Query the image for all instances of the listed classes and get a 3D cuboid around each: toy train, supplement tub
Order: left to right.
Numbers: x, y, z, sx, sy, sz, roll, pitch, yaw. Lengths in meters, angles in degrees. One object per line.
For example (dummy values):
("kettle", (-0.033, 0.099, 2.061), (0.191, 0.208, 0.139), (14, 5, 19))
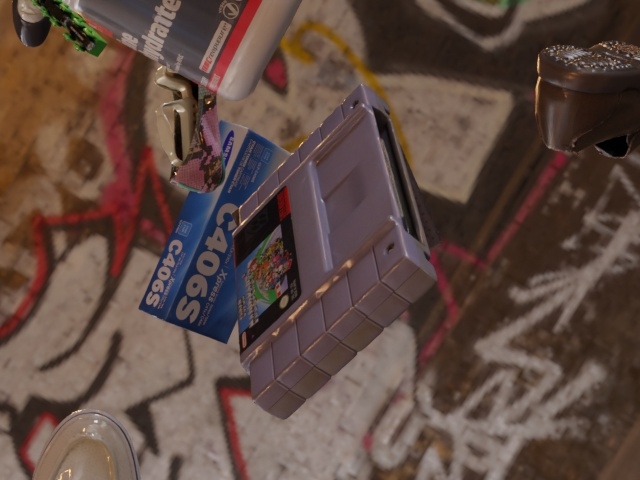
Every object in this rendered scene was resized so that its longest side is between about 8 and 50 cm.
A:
("toy train", (-0.173, -0.152, 0.842), (0.017, 0.083, 0.023), (-51, -29, 13))
("supplement tub", (-0.153, -0.282, 1.275), (0.191, 0.272, 0.191), (-61, 5, 10))

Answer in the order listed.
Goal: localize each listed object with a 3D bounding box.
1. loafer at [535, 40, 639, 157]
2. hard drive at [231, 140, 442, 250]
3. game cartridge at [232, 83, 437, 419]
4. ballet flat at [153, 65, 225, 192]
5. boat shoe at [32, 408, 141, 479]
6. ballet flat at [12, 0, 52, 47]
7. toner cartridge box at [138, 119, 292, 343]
("loafer", (0.372, -0.175, 1.583), (0.366, 0.133, 0.130), (-7, -61, -47))
("hard drive", (0.024, -0.018, 1.721), (0.254, 0.172, 0.054), (-24, 0, 11))
("game cartridge", (0.000, 0.000, 1.310), (0.230, 0.068, 0.355), (-41, 28, 19))
("ballet flat", (-0.159, -0.164, 1.490), (0.077, 0.079, 0.222), (-27, 61, 51))
("boat shoe", (-0.278, 0.365, 1.353), (0.156, 0.135, 0.367), (123, 158, -78))
("ballet flat", (-0.475, -0.424, 2.069), (0.074, 0.074, 0.203), (-11, -70, -84))
("toner cartridge box", (-0.165, -0.011, 2.118), (0.165, 0.075, 0.348), (27, -95, -51))
